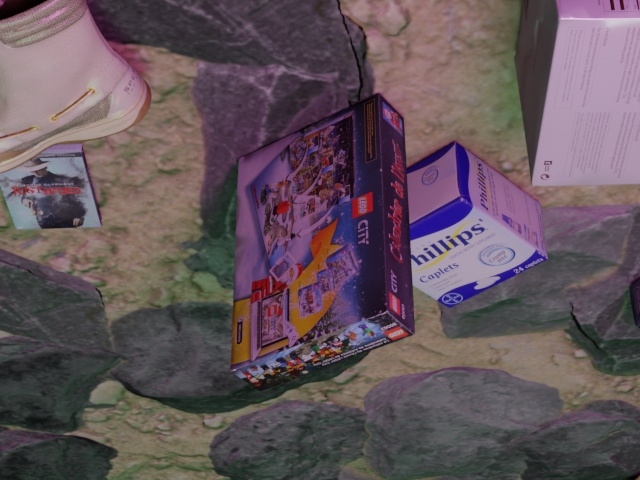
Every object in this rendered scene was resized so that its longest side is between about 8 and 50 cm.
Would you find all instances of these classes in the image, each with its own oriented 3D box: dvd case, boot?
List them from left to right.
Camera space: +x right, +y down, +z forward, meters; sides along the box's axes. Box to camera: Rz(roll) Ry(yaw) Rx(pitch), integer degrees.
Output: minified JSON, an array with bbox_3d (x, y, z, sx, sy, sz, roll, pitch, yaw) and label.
[{"bbox_3d":[-0.267,-0.137,1.187,0.213,0.077,0.165,-15,143,11],"label":"boot"},{"bbox_3d":[-0.258,-0.050,1.364,0.087,0.013,0.119,-1,144,0],"label":"dvd case"}]

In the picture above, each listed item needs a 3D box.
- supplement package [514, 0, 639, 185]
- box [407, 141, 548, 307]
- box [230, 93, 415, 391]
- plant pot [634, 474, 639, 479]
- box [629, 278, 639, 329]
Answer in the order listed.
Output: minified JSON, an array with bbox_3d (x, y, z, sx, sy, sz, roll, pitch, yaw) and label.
[{"bbox_3d":[0.264,-0.157,1.108,0.203,0.149,0.194,-1,145,0],"label":"supplement package"},{"bbox_3d":[0.126,-0.012,1.377,0.126,0.072,0.137,-30,135,33],"label":"box"},{"bbox_3d":[0.000,0.000,1.250,0.159,0.233,0.044,-22,139,27],"label":"box"},{"bbox_3d":[0.555,0.429,1.881,0.254,0.276,0.276,13,144,-38],"label":"plant pot"},{"bbox_3d":[0.468,0.055,1.490,0.232,0.059,0.183,17,139,-25],"label":"box"}]
